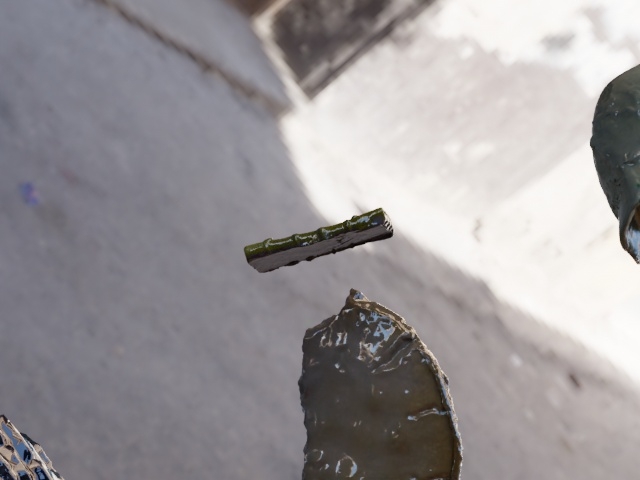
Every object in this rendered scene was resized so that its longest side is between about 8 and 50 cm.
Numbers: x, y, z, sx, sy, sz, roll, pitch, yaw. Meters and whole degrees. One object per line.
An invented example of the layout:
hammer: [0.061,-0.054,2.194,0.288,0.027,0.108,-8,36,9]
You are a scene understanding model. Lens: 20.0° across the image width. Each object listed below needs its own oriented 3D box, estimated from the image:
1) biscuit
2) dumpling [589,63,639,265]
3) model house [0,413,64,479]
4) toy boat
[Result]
biscuit: [0.046,0.186,1.488,0.038,0.141,0.290,10,84,-74]
dumpling: [0.273,-0.077,1.542,0.108,0.153,0.219,29,53,2]
model house: [-0.272,0.349,1.418,0.360,0.297,0.339,57,-10,8]
toy boat: [0.000,0.000,1.423,0.063,0.115,0.016,47,28,-77]
